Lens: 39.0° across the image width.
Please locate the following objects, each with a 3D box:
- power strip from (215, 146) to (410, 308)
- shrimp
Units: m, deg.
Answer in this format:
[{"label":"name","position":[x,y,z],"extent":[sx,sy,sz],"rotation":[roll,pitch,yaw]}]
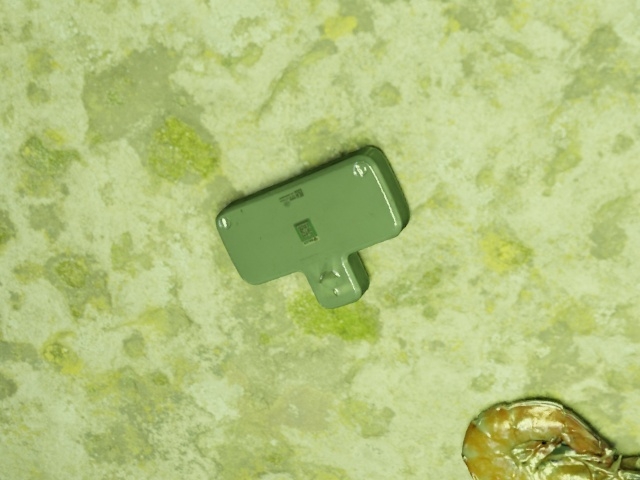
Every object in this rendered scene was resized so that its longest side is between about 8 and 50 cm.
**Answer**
[{"label":"power strip","position":[0.000,0.000,1.258],"extent":[0.265,0.059,0.193],"rotation":[-20,102,25]},{"label":"shrimp","position":[0.357,0.304,1.283],"extent":[0.317,0.062,0.164],"rotation":[1,111,20]}]
